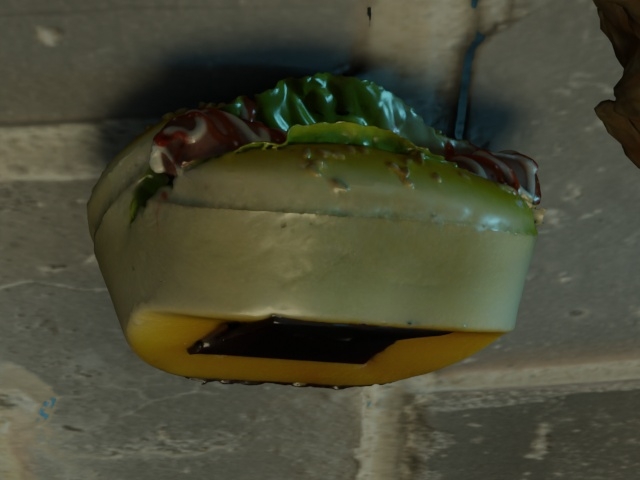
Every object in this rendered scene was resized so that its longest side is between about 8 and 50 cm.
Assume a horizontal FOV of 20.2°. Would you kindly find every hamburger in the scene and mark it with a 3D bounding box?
[{"bbox_3d":[0.000,0.000,0.836,0.210,0.116,0.173,5,159,-26],"label":"hamburger"}]

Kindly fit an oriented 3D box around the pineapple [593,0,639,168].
[{"bbox_3d":[0.187,-0.137,0.531,0.223,0.223,0.357,-8,139,5],"label":"pineapple"}]
